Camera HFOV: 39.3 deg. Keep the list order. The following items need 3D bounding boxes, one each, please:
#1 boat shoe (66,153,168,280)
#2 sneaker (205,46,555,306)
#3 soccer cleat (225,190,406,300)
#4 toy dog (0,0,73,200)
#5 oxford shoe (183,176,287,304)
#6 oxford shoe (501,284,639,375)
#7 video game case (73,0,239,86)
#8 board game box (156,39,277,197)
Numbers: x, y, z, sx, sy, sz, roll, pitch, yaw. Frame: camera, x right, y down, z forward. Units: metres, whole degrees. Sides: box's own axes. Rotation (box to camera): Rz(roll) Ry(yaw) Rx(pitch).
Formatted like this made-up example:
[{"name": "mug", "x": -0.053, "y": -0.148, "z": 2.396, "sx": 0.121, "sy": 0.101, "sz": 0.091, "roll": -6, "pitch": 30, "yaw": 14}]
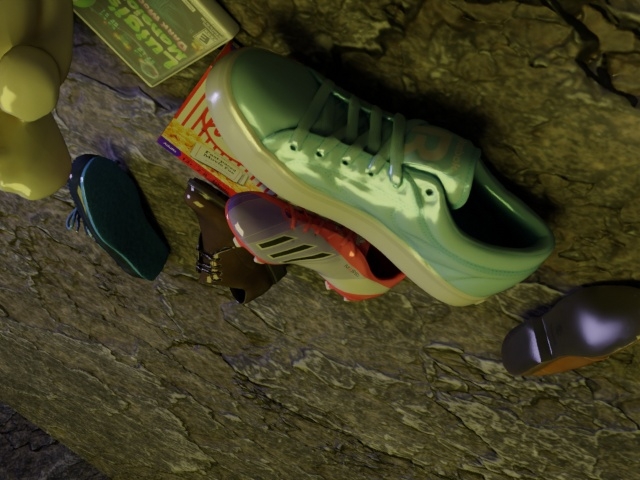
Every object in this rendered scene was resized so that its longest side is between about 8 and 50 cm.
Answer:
[{"name": "boat shoe", "x": -0.304, "y": -0.024, "z": 1.263, "sx": 0.089, "sy": 0.109, "sz": 0.258, "roll": 20, "pitch": 147, "yaw": 25}, {"name": "sneaker", "x": 0.071, "y": -0.079, "z": 0.836, "sx": 0.366, "sy": 0.135, "sz": 0.150, "roll": 33, "pitch": 144, "yaw": -21}, {"name": "soccer cleat", "x": 0.000, "y": 0.000, "z": 1.012, "sx": 0.095, "sy": 0.083, "sz": 0.248, "roll": -25, "pitch": 140, "yaw": 33}, {"name": "toy dog", "x": -0.356, "y": -0.254, "z": 0.827, "sx": 0.284, "sy": 0.395, "sz": 0.408, "roll": 0, "pitch": 155, "yaw": -23}, {"name": "oxford shoe", "x": -0.119, "y": 0.011, "z": 1.126, "sx": 0.083, "sy": 0.096, "sz": 0.227, "roll": 32, "pitch": 161, "yaw": 40}, {"name": "oxford shoe", "x": 0.292, "y": 0.099, "z": 0.968, "sx": 0.076, "sy": 0.076, "sz": 0.212, "roll": 10, "pitch": 157, "yaw": -27}, {"name": "video game case", "x": -0.195, "y": -0.250, "z": 0.905, "sx": 0.190, "sy": 0.022, "sz": 0.173, "roll": 45, "pitch": 148, "yaw": -23}, {"name": "board game box", "x": -0.084, "y": -0.117, "z": 0.982, "sx": 0.147, "sy": 0.045, "sz": 0.193, "roll": 36, "pitch": 150, "yaw": -11}]
